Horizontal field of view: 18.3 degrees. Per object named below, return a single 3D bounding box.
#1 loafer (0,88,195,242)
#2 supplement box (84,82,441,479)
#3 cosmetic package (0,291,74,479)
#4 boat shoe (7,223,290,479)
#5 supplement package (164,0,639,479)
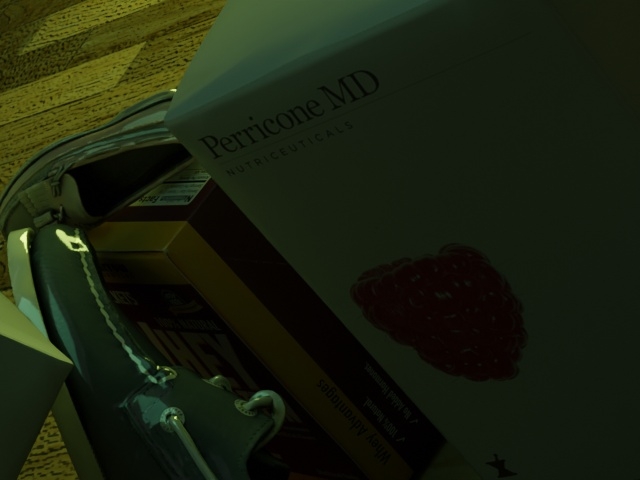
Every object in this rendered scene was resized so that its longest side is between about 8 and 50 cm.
[{"bbox_3d":[-0.110,-0.030,0.980,0.125,0.045,0.039,-31,34,17],"label":"loafer"},{"bbox_3d":[0.000,0.000,1.050,0.194,0.191,0.129,-52,27,-22],"label":"supplement box"},{"bbox_3d":[-0.263,0.121,0.951,0.284,0.097,0.377,-65,25,2],"label":"cosmetic package"},{"bbox_3d":[-0.051,0.117,0.907,0.099,0.116,0.319,-26,64,-5],"label":"boat shoe"},{"bbox_3d":[0.111,-0.027,0.823,0.177,0.293,0.175,-21,32,37],"label":"supplement package"}]
